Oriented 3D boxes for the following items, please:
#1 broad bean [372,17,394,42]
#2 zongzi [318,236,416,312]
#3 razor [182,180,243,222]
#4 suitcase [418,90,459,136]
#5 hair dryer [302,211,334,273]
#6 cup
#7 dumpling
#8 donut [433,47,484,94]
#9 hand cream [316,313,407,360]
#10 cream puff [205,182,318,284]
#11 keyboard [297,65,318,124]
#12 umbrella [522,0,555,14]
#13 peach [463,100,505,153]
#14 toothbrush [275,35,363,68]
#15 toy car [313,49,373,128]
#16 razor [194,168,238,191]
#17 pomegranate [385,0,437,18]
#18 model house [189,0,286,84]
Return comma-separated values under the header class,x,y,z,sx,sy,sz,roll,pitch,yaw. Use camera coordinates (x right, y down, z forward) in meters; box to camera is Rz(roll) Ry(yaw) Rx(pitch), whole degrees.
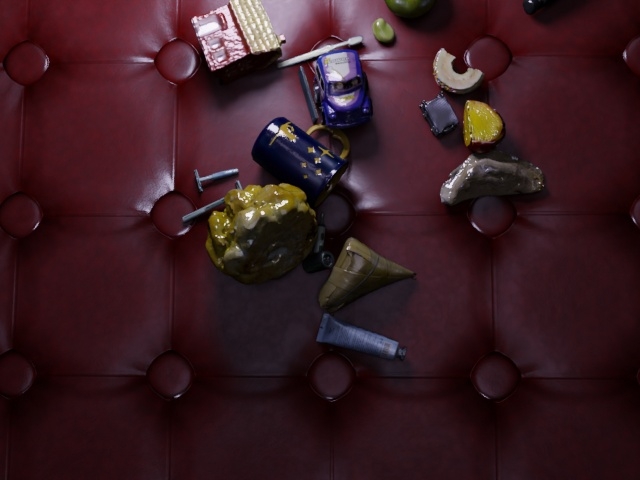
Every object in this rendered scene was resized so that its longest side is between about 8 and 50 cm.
class,x,y,z,sx,sy,sz,roll,pitch,yaw
broad bean,0.199,-0.665,1.877,0.063,0.045,0.083,-39,93,-13
zongzi,0.139,0.141,1.796,0.256,0.115,0.228,25,99,-19
razor,-0.336,-0.108,1.850,0.211,0.036,0.084,-24,83,-1
suitcase,0.372,-0.391,1.840,0.086,0.059,0.126,-27,87,0
hair dryer,0.000,0.000,1.810,0.057,0.100,0.198,19,66,-35
cup,-0.049,-0.257,1.817,0.256,0.255,0.178,38,125,7
dumpling,0.526,-0.209,1.809,0.332,0.086,0.166,-10,88,-3
donut,0.416,-0.513,1.845,0.166,0.065,0.108,35,87,4
hand cream,0.127,0.302,1.793,0.271,0.058,0.091,16,97,7
cream puff,-0.185,-0.044,1.736,0.257,0.291,0.324,43,115,30
keyboard,-0.039,-0.458,1.860,0.014,0.055,0.176,-16,84,-10
umbrella,0.774,-0.839,1.838,0.357,0.113,0.106,-38,107,-1
peach,0.490,-0.344,1.815,0.127,0.092,0.172,-27,67,-2
toothbrush,-0.004,-0.601,1.884,0.294,0.028,0.026,-17,83,1
toy car,0.067,-0.461,1.788,0.172,0.158,0.235,-12,62,0
razor,-0.325,-0.204,1.859,0.135,0.040,0.068,-16,85,-4
pomegranate,0.273,-0.778,1.805,0.179,0.210,0.179,3,97,23
model house,-0.246,-0.629,1.832,0.253,0.160,0.196,-22,85,-2
